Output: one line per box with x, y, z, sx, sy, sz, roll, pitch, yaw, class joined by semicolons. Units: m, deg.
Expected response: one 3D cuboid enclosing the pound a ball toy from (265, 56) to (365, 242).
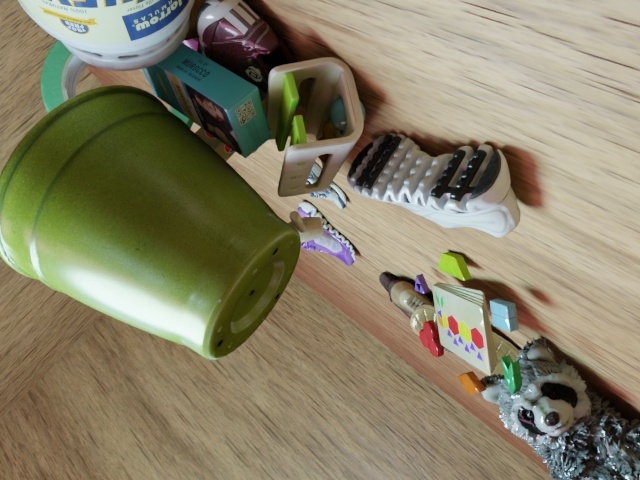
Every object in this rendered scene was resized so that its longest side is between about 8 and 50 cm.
-0.004;-0.124;0.813;0.319;0.135;0.208;130;128;-79;pound a ball toy

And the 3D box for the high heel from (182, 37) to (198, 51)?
-0.256;-0.413;0.887;0.117;0.082;0.244;4;137;25;high heel

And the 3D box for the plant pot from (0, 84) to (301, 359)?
-0.234;-0.003;0.803;0.353;0.366;0.366;31;166;14;plant pot

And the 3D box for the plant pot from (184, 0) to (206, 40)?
-0.234;-0.382;0.809;0.134;0.095;0.134;39;168;10;plant pot

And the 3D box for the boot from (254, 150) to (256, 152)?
-0.204;-0.260;1.239;0.197;0.073;0.152;51;171;19;boot

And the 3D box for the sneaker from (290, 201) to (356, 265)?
0.000;0.000;1.435;0.236;0.104;0.095;44;167;-13;sneaker

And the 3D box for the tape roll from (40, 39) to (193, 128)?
-0.443;-0.335;1.115;0.321;0.321;0.077;43;169;-7;tape roll

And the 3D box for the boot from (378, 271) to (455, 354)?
0.274;0.185;1.334;0.248;0.090;0.207;43;-179;-15;boot

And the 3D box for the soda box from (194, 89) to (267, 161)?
-0.175;-0.224;0.978;0.061;0.181;0.058;37;168;21;soda box

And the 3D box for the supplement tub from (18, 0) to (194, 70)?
-0.268;-0.371;0.571;0.235;0.235;0.325;42;166;3;supplement tub

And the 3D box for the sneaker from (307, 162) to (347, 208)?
0.002;-0.114;1.118;0.135;0.058;0.052;44;169;-14;sneaker

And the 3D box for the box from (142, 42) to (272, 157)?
-0.186;-0.231;0.775;0.244;0.060;0.100;36;159;28;box

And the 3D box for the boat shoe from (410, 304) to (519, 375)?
0.348;0.222;1.157;0.277;0.098;0.096;29;-160;11;boat shoe

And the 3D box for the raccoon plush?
0.471;0.375;1.046;0.299;0.216;0.446;47;171;19;raccoon plush

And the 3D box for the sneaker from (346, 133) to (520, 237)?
0.145;-0.073;0.695;0.118;0.110;0.292;38;174;-36;sneaker

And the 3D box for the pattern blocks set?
0.273;0.160;0.956;0.325;0.026;0.285;-139;37;-65;pattern blocks set

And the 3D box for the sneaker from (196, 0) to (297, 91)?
-0.121;-0.274;0.823;0.162;0.106;0.281;40;168;-4;sneaker
